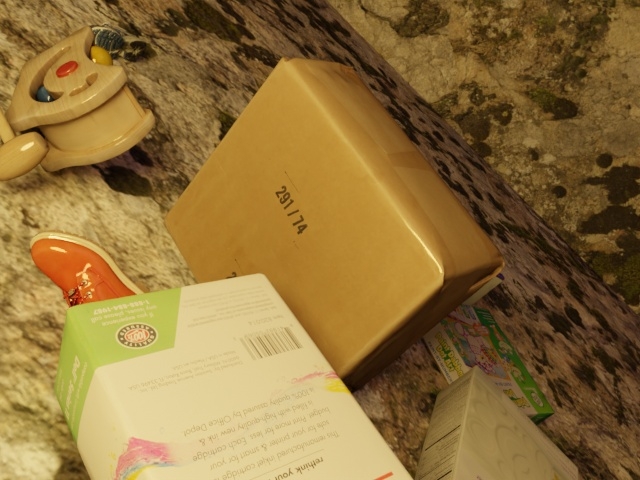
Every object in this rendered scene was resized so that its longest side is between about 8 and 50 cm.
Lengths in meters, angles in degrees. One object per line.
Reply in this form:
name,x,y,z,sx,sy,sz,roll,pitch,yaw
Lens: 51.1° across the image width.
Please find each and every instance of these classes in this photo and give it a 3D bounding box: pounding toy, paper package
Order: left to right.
pounding toy,-0.296,-0.184,0.778,0.269,0.154,0.155,-104,170,-47
paper package,0.000,0.000,0.827,0.168,0.309,0.325,-7,56,-54

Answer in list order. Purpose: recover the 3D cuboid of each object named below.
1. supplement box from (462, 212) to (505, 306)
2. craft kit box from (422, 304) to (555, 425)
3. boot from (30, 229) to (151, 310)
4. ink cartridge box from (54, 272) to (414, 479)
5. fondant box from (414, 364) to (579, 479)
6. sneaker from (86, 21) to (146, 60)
supplement box,0.297,0.021,1.479,0.111,0.114,0.220,29,31,-30
craft kit box,0.300,0.228,1.246,0.250,0.061,0.246,14,42,-48
boot,-0.237,0.056,0.685,0.158,0.059,0.084,40,31,-14
ink cartridge box,-0.058,0.199,0.554,0.207,0.119,0.353,-8,46,-39
fondant box,0.252,0.357,0.933,0.238,0.096,0.330,45,26,-1
sneaker,-0.351,-0.332,1.105,0.058,0.052,0.135,41,16,13
